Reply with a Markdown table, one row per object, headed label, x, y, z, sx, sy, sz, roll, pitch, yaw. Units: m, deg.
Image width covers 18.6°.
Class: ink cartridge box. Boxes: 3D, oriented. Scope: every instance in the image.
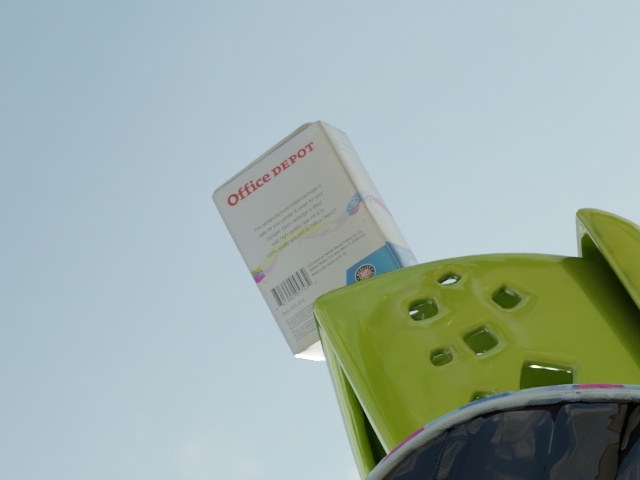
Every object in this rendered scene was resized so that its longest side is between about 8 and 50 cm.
| label | x | y | z | sx | sy | sz | roll | pitch | yaw |
| --- | --- | --- | --- | --- | --- | --- | --- | --- | --- |
| ink cartridge box | 0.000 | 0.000 | 1.218 | 0.122 | 0.088 | 0.052 | 62 | -162 | 18 |

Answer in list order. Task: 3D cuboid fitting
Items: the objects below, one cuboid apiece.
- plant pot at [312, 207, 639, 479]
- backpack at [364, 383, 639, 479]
| label | x | y | z | sx | sy | sz | roll | pitch | yaw |
| --- | --- | --- | --- | --- | --- | --- | --- | --- | --- |
| plant pot | 0.142 | 0.131 | 1.153 | 0.207 | 0.228 | 0.227 | -25 | -36 | -7 |
| backpack | 0.098 | 0.175 | 0.572 | 0.191 | 0.225 | 0.253 | 29 | -112 | -58 |
